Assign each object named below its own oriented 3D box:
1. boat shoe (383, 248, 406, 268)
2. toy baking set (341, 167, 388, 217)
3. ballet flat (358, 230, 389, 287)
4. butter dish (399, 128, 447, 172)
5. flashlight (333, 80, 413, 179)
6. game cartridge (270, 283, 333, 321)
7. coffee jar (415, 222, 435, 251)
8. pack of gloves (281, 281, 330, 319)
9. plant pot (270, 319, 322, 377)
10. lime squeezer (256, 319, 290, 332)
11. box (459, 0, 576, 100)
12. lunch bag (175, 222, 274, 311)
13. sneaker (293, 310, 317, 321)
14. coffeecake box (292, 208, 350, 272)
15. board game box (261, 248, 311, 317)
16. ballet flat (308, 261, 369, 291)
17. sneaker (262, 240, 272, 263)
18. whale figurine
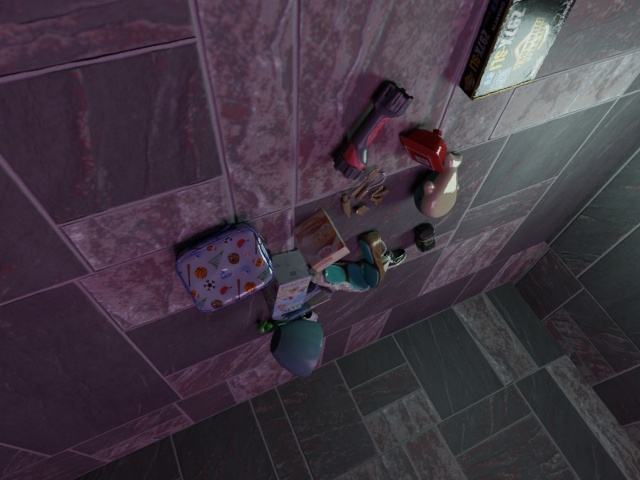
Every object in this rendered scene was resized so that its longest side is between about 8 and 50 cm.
[{"bbox_3d":[0.340,0.088,2.163,0.233,0.084,0.079,-20,126,-26],"label":"boat shoe"},{"bbox_3d":[0.164,-0.178,1.623,0.196,0.030,0.256,-31,152,-2],"label":"toy baking set"},{"bbox_3d":[0.260,0.083,2.010,0.124,0.116,0.342,-35,134,-20],"label":"ballet flat"},{"bbox_3d":[0.370,-0.326,1.465,0.118,0.160,0.160,-55,150,-1],"label":"butter dish"},{"bbox_3d":[0.158,-0.323,1.302,0.304,0.103,0.103,-49,172,32],"label":"flashlight"},{"bbox_3d":[-0.098,0.311,2.145,0.294,0.060,0.196,-33,156,14],"label":"game cartridge"},{"bbox_3d":[0.525,-0.015,2.157,0.096,0.079,0.184,-27,153,1],"label":"coffee jar"},{"bbox_3d":[-0.088,0.283,1.980,0.232,0.195,0.046,-25,120,-10],"label":"pack of gloves"},{"bbox_3d":[-0.142,0.530,2.200,0.195,0.290,0.290,21,130,-21],"label":"plant pot"},{"bbox_3d":[-0.260,0.428,2.193,0.110,0.059,0.310,-40,159,7],"label":"lime squeezer"},{"bbox_3d":[0.576,-0.590,1.262,0.257,0.079,0.322,-19,151,-14],"label":"box"},{"bbox_3d":[-0.313,0.080,1.434,0.303,0.115,0.243,-26,108,-8],"label":"lunch bag"},{"bbox_3d":[-0.111,0.440,2.358,0.190,0.071,0.083,-32,144,-8],"label":"sneaker"},{"bbox_3d":[0.000,0.000,1.593,0.142,0.186,0.068,-33,152,8],"label":"coffeecake box"},{"bbox_3d":[-0.150,0.182,1.803,0.144,0.142,0.275,-15,149,-23],"label":"board game box"},{"bbox_3d":[0.084,0.168,2.044,0.147,0.147,0.408,-42,146,23],"label":"ballet flat"},{"bbox_3d":[-0.292,0.118,1.591,0.283,0.122,0.110,-40,150,20],"label":"sneaker"},{"bbox_3d":[0.471,-0.230,1.737,0.216,0.141,0.272,-5,119,-38],"label":"whale figurine"}]
